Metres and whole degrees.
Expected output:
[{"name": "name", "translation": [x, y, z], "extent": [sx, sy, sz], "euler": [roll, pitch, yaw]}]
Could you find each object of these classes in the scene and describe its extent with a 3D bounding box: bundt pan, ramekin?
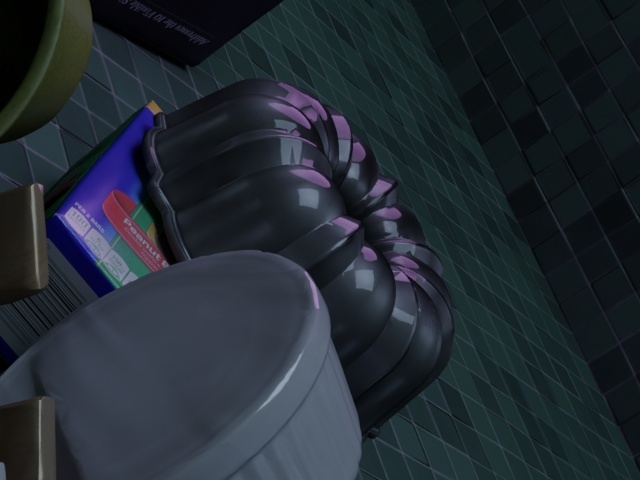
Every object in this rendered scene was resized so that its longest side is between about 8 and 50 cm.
[{"name": "bundt pan", "translation": [0.000, 0.000, 1.456], "extent": [0.331, 0.124, 0.331], "euler": [50, 16, -21]}, {"name": "ramekin", "translation": [-0.098, 0.138, 1.138], "extent": [0.273, 0.273, 0.127], "euler": [-91, 155, -61]}]

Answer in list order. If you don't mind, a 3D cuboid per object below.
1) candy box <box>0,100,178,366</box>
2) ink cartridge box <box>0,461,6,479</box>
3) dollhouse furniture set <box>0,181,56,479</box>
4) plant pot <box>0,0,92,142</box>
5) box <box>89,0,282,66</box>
[{"name": "candy box", "translation": [-0.128, 0.060, 1.414], "extent": [0.268, 0.122, 0.317], "euler": [51, 16, -11]}, {"name": "ink cartridge box", "translation": [-0.231, 0.208, 0.687], "extent": [0.168, 0.171, 0.232], "euler": [23, 55, -57]}, {"name": "dollhouse furniture set", "translation": [-0.359, -0.037, 0.947], "extent": [0.362, 0.256, 0.394], "euler": [26, 54, -56]}, {"name": "plant pot", "translation": [-0.283, -0.165, 1.254], "extent": [0.276, 0.276, 0.254], "euler": [56, 6, 5]}, {"name": "box", "translation": [-0.133, -0.480, 1.806], "extent": [0.480, 0.472, 0.297], "euler": [23, 35, -59]}]
